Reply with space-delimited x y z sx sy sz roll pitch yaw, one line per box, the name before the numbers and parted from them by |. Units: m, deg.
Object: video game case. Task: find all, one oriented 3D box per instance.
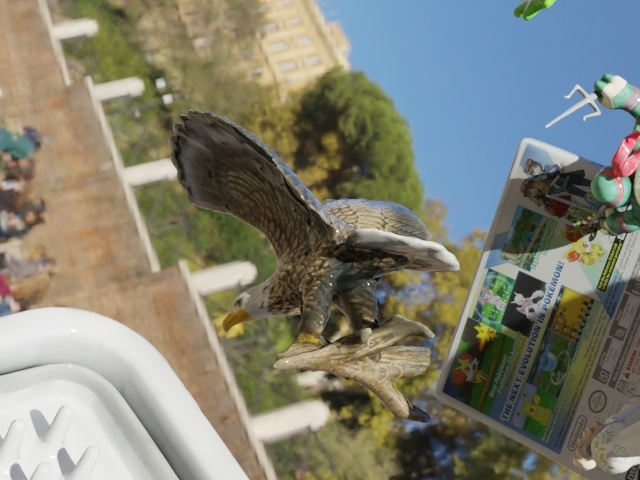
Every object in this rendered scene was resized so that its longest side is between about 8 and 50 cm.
video game case | 0.302 0.091 1.210 0.300 0.036 0.329 26 -71 29

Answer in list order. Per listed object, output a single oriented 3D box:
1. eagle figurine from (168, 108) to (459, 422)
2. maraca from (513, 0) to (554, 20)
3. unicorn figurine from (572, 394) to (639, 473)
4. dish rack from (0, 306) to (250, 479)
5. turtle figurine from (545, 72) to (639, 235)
eagle figurine | -0.011 0.004 1.014 0.226 0.225 0.298 84 -7 -50
maraca | 0.299 -0.331 1.301 0.099 0.185 0.127 42 8 -12
unicorn figurine | 0.258 0.141 0.838 0.060 0.111 0.162 52 -54 13
dish rack | -0.154 0.173 0.412 0.285 0.333 0.072 50 -48 26
turtle figurine | 0.326 -0.073 1.098 0.118 0.234 0.175 44 -40 48
